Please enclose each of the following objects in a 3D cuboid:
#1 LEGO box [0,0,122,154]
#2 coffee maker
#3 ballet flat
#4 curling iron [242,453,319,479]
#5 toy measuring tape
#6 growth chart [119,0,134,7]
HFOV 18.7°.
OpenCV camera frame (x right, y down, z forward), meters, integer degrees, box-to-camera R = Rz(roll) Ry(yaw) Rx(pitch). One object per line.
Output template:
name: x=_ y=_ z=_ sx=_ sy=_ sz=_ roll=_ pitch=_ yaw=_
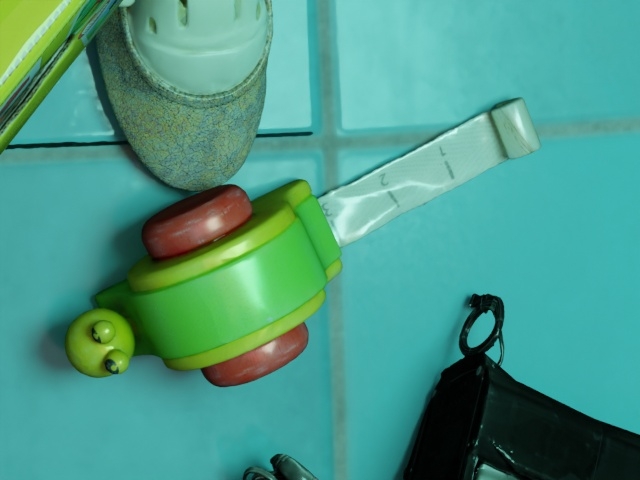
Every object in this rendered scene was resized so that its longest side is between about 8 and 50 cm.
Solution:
LEGO box: x=-0.318 y=-0.142 z=0.930 sx=0.372 sy=0.193 sz=0.500 roll=38 pitch=81 yaw=-5
coffee maker: x=0.158 y=0.146 z=1.221 sx=0.178 sy=0.120 sz=0.171 roll=23 pitch=89 yaw=-16
ballet flat: x=-0.078 y=-0.182 z=1.132 sx=0.108 sy=0.106 sz=0.316 roll=-7 pitch=97 yaw=-15
curling iron: x=0.055 y=0.230 z=1.212 sx=0.274 sy=0.068 sz=0.035 roll=44 pitch=68 yaw=-6
toy measuring tape: x=0.000 y=0.000 z=1.168 sx=0.330 sy=0.121 sz=0.121 roll=-26 pitch=101 yaw=-11
growth chart: x=-0.214 y=-0.185 z=1.109 sx=0.237 sy=0.021 sz=0.171 roll=-5 pitch=94 yaw=5
